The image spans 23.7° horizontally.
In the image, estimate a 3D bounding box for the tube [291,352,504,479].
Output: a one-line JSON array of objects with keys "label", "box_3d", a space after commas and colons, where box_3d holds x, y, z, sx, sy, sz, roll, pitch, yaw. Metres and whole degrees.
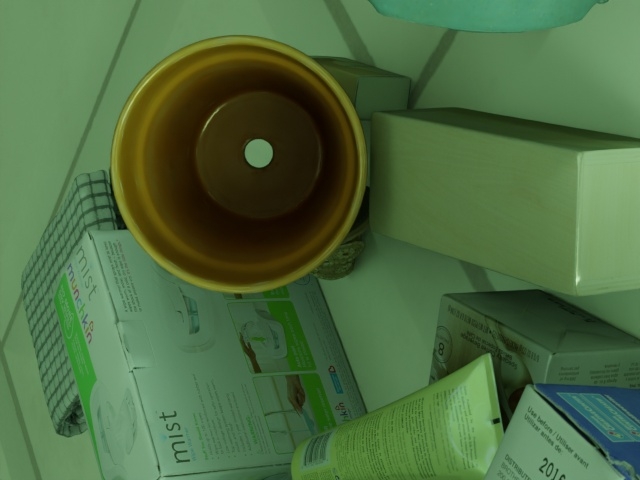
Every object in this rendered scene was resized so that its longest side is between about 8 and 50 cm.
[{"label": "tube", "box_3d": [0.064, 0.157, 1.143, 0.070, 0.062, 0.240, 47, 145, -9]}]

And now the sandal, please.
[{"label": "sandal", "box_3d": [0.005, -0.003, 1.424, 0.079, 0.088, 0.240, 63, 163, -21]}]

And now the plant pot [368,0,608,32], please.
[{"label": "plant pot", "box_3d": [0.109, -0.338, 0.999, 0.341, 0.341, 0.334, 50, 141, 46]}]

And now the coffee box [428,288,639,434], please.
[{"label": "coffee box", "box_3d": [0.150, 0.175, 1.142, 0.141, 0.098, 0.246, 29, 116, 56]}]

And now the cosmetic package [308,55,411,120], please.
[{"label": "cosmetic package", "box_3d": [0.026, -0.138, 1.373, 0.115, 0.060, 0.041, 26, 113, 54]}]

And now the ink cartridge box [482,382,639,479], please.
[{"label": "ink cartridge box", "box_3d": [0.186, 0.261, 0.841, 0.270, 0.151, 0.395, 46, 122, 50]}]

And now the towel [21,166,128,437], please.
[{"label": "towel", "box_3d": [-0.253, 0.073, 1.799, 0.283, 0.121, 0.235, -52, 47, 49]}]

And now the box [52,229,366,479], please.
[{"label": "box", "box_3d": [-0.103, 0.124, 1.435, 0.127, 0.231, 0.262, -54, 48, 45]}]

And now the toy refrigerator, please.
[{"label": "toy refrigerator", "box_3d": [0.146, -0.037, 1.150, 0.269, 0.094, 0.102, 19, 111, 59]}]

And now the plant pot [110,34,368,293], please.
[{"label": "plant pot", "box_3d": [-0.061, -0.068, 1.294, 0.188, 0.205, 0.205, -63, -25, -84]}]
